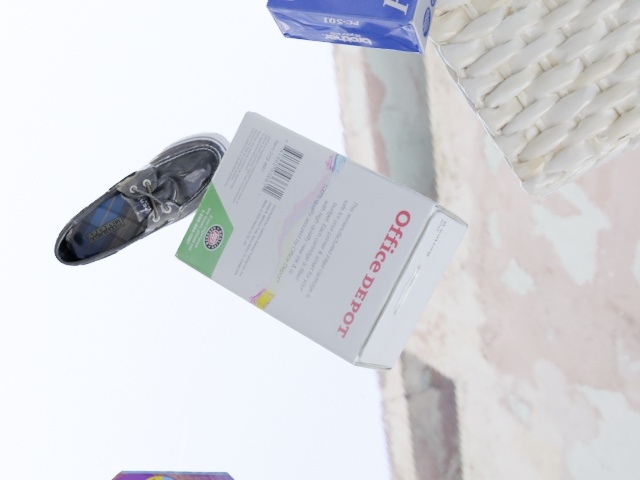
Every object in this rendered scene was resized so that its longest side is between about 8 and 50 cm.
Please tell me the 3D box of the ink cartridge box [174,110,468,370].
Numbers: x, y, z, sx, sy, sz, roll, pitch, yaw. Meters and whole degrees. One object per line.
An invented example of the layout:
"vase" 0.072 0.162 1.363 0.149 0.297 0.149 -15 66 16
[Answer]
"ink cartridge box" 0.000 0.000 0.985 0.212 0.093 0.154 29 -86 29

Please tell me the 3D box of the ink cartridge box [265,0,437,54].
"ink cartridge box" 0.041 -0.227 0.710 0.097 0.207 0.046 11 -14 18

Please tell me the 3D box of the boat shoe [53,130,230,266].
"boat shoe" -0.195 -0.039 1.183 0.080 0.229 0.076 60 14 -10

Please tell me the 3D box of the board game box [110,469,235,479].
"board game box" -0.126 0.239 0.829 0.169 0.033 0.133 -4 -108 25

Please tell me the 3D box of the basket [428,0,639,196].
"basket" 0.258 -0.249 1.031 0.328 0.331 0.266 58 13 1
